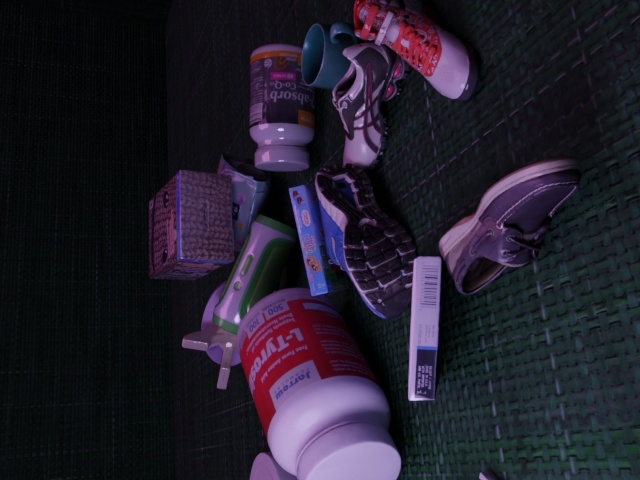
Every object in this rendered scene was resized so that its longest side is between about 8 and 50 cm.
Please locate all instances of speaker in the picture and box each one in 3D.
[{"bbox_3d":[-0.164,0.089,1.687,0.296,0.131,0.131,-66,23,-2],"label":"speaker"}]

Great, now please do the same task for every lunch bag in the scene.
[{"bbox_3d":[-0.223,-0.105,1.888,0.262,0.160,0.223,-126,48,-63],"label":"lunch bag"}]

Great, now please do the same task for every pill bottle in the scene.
[{"bbox_3d":[-0.090,-0.313,1.602,0.162,0.162,0.278,169,101,-67],"label":"pill bottle"},{"bbox_3d":[-0.008,0.289,1.260,0.407,0.229,0.229,-122,40,-53],"label":"pill bottle"}]

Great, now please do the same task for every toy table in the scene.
[{"bbox_3d":[-0.249,0.261,1.861,0.161,0.252,0.274,-101,12,-67],"label":"toy table"}]

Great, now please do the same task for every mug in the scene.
[{"bbox_3d":[0.032,-0.380,1.393,0.158,0.098,0.129,-149,64,-64],"label":"mug"}]

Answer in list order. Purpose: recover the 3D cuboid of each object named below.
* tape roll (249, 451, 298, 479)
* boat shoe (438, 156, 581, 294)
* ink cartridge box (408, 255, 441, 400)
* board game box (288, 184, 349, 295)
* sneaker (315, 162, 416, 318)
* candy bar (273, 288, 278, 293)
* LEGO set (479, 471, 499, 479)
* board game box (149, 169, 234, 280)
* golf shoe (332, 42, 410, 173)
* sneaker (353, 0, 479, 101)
[{"bbox_3d":[-0.085,0.644,1.583,0.286,0.100,0.286,-177,90,-68],"label":"tape roll"},{"bbox_3d":[0.243,-0.010,0.857,0.285,0.103,0.092,127,134,-60],"label":"boat shoe"},{"bbox_3d":[0.165,0.126,1.040,0.208,0.045,0.206,3,-92,-80],"label":"ink cartridge box"},{"bbox_3d":[0.000,0.000,1.343,0.160,0.039,0.211,1,-105,-72],"label":"board game box"},{"bbox_3d":[0.083,0.011,1.240,0.147,0.130,0.330,88,165,-51],"label":"sneaker"},{"bbox_3d":[-0.124,0.148,1.825,0.161,0.018,0.040,-130,48,-58],"label":"candy bar"},{"bbox_3d":[0.189,0.424,0.955,0.093,0.087,0.227,-138,55,-61],"label":"LEGO set"},{"bbox_3d":[-0.352,-0.031,1.795,0.291,0.141,0.231,-25,65,58],"label":"board game box"},{"bbox_3d":[0.069,-0.244,1.267,0.105,0.120,0.272,-121,38,-51],"label":"golf shoe"},{"bbox_3d":[0.138,-0.315,1.067,0.090,0.145,0.270,113,150,-41],"label":"sneaker"}]
